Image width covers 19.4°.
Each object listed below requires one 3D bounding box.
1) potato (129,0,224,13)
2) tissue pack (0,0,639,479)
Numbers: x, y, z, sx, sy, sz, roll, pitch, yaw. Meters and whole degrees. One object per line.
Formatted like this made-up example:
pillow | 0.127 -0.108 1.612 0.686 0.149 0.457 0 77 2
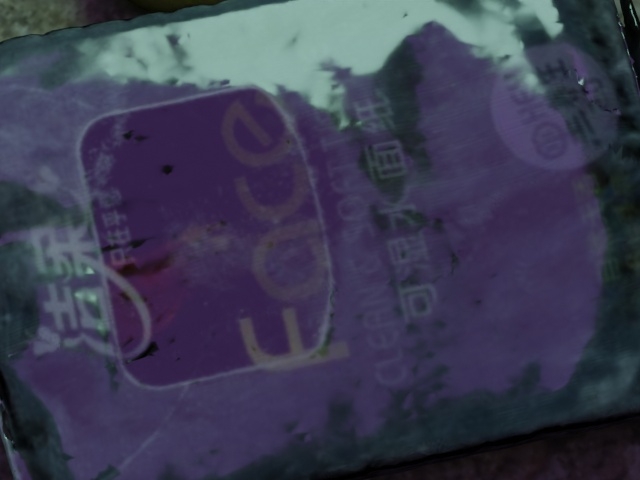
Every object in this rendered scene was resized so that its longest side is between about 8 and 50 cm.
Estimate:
potato | -0.060 -0.162 1.033 0.138 0.070 0.091 9 68 8
tissue pack | 0.000 0.000 0.969 0.361 0.122 0.259 -10 79 -7
